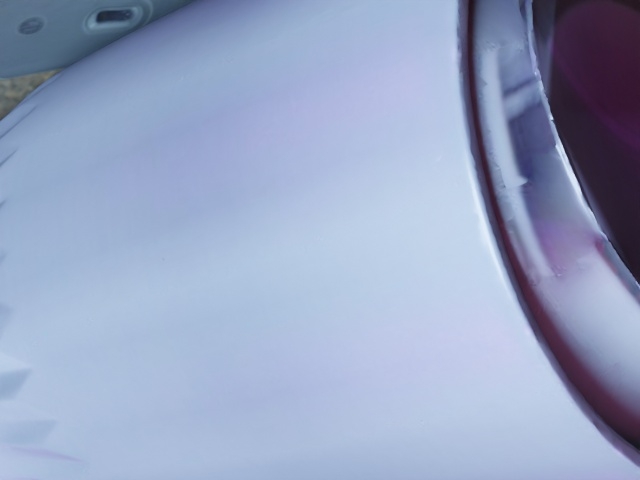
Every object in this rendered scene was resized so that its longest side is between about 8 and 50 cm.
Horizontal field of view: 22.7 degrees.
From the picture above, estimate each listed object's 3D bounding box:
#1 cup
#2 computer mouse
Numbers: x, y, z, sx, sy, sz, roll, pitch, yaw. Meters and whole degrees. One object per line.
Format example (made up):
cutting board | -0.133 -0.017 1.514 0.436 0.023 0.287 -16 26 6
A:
cup | 0.000 0.000 0.713 0.372 0.253 0.253 -14 145 36
computer mouse | -0.100 -0.127 0.769 0.182 0.056 0.089 -10 155 -28
